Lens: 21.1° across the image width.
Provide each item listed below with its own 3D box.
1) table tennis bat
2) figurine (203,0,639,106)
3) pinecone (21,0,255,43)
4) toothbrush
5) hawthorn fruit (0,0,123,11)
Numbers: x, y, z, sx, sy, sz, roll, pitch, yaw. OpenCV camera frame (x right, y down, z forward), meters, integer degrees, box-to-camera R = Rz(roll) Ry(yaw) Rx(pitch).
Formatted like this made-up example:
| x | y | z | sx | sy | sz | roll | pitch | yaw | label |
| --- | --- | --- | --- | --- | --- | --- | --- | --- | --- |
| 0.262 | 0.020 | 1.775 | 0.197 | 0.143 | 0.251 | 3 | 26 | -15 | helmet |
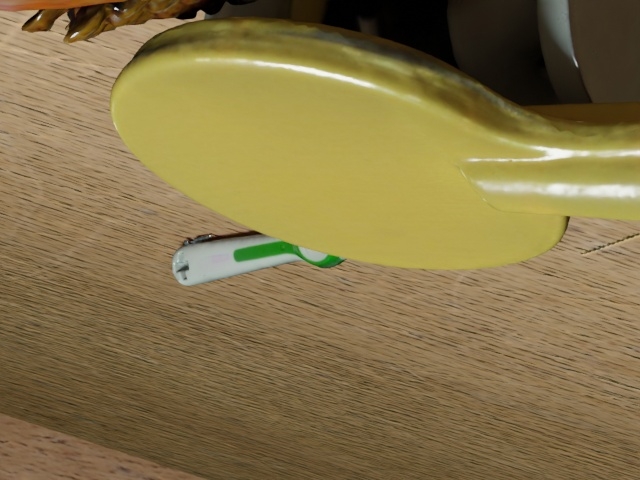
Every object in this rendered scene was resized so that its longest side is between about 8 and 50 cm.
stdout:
| x | y | z | sx | sy | sz | roll | pitch | yaw | label |
| --- | --- | --- | --- | --- | --- | --- | --- | --- | --- |
| 0.053 | -0.032 | 0.718 | 0.321 | 0.050 | 0.198 | 1 | 153 | 35 | table tennis bat |
| 0.044 | -0.095 | 0.799 | 0.236 | 0.133 | 0.176 | -4 | 142 | 44 | figurine |
| -0.085 | -0.163 | 0.696 | 0.173 | 0.173 | 0.173 | 16 | 161 | 6 | pinecone |
| -0.004 | 0.001 | 1.249 | 0.040 | 0.042 | 0.418 | -8 | 178 | -37 | toothbrush |
| -0.060 | -0.187 | 0.500 | 0.263 | 0.231 | 0.235 | -15 | -164 | 12 | hawthorn fruit |
